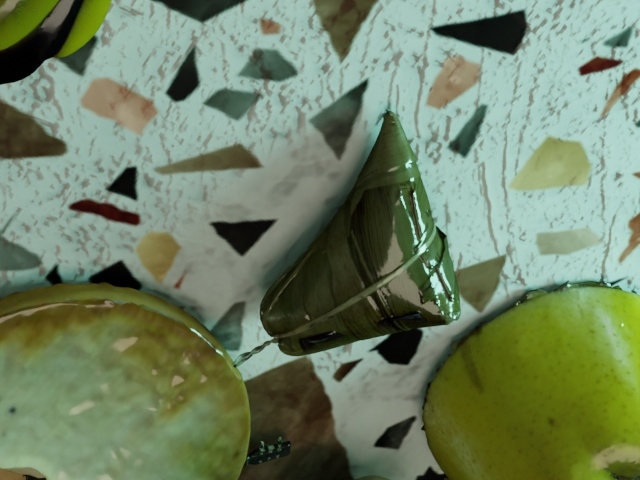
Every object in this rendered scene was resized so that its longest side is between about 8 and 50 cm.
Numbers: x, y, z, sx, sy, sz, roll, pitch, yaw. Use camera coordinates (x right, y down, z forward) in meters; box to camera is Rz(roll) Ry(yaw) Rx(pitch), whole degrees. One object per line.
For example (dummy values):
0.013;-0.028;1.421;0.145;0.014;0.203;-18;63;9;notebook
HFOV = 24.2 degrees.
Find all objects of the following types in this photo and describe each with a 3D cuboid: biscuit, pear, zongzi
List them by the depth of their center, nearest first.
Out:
0.000;0.000;1.150;0.189;0.081;0.178;-14;113;15;zongzi
-0.185;0.124;1.194;0.309;0.040;0.204;18;113;-29;biscuit
0.217;0.184;1.295;0.267;0.178;0.267;-5;130;-6;pear

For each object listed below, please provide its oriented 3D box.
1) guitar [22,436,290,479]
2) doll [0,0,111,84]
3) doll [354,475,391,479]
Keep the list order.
-0.140;0.192;1.294;0.233;0.025;0.088;-5;131;-13;guitar
-0.161;-0.188;0.905;0.127;0.088;0.248;23;118;-32;doll
-0.007;0.272;1.278;0.208;0.144;0.271;-30;150;-7;doll
